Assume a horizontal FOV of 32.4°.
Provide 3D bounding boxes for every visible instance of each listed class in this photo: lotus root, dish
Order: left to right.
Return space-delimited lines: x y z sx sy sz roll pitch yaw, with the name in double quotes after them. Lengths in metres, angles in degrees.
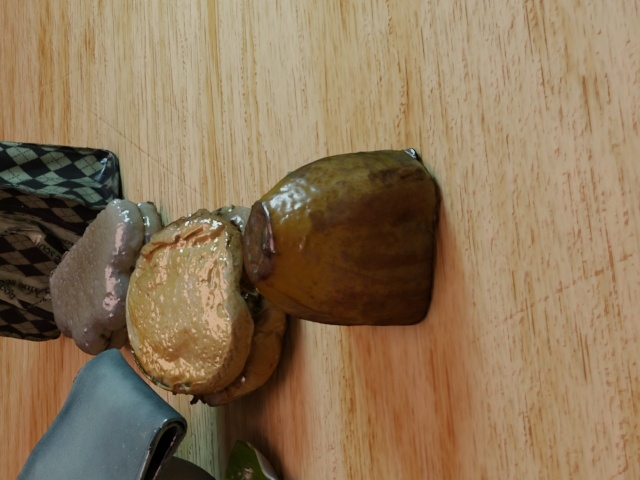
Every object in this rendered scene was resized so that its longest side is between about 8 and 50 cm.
-0.071 0.304 1.363 0.137 0.039 0.091 20 100 57 "dish"
0.000 -0.001 1.139 0.199 0.180 0.188 -1 90 59 "lotus root"

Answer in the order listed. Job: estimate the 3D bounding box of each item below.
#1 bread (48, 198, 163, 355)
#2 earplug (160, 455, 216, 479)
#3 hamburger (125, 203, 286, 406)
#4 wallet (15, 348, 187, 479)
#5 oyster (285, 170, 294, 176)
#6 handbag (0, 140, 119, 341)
-0.342 0.079 1.786 0.337 0.102 0.183 -44 55 46 "bread"
-0.235 0.349 1.518 0.325 0.175 0.214 37 157 59 "earplug"
-0.140 0.094 1.401 0.243 0.146 0.286 39 114 47 "hamburger"
-0.294 0.300 1.401 0.251 0.054 0.290 26 86 54 "wallet"
-0.011 -0.034 1.309 0.098 0.037 0.100 -156 50 -77 "oyster"
-0.564 -0.004 1.955 0.416 0.317 0.180 -56 36 41 "handbag"
